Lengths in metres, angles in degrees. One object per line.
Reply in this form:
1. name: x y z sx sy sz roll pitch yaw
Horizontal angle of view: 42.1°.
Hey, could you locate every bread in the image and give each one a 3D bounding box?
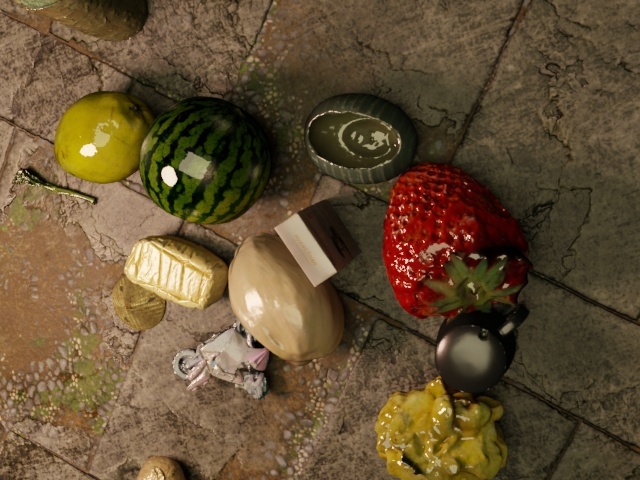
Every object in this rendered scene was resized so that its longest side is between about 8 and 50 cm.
1. bread: -0.331 0.069 1.941 0.236 0.106 0.140 22 106 12

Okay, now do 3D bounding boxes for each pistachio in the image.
1. pistachio: -0.085 0.125 1.840 0.226 0.208 0.332 -33 70 -24

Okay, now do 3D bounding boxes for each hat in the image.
1. hat: -0.455 0.155 2.012 0.146 0.067 0.146 3 100 15

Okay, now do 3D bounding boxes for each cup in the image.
1. cup: 0.339 0.213 1.742 0.223 0.176 0.169 -42 84 19

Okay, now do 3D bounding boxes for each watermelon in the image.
1. watermelon: -0.244 -0.168 1.787 0.285 0.285 0.285 3 100 15

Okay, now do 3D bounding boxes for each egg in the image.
1. egg: -0.391 0.594 2.046 0.140 0.116 0.118 52 125 34

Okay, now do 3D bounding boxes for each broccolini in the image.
1. broccolini: -0.652 -0.124 2.035 0.218 0.042 0.044 22 105 9

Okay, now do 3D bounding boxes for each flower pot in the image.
1. flower pot: 0.084 -0.214 1.749 0.243 0.157 0.189 14 104 12

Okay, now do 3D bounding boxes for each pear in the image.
1. pear: -0.488 -0.232 1.879 0.269 0.212 0.212 -28 91 35

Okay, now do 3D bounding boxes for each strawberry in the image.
1. strawberry: 0.267 0.012 1.705 0.291 0.310 0.292 -1 124 -2

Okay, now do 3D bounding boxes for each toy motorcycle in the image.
1. toy motorcycle: -0.206 0.301 1.945 0.239 0.108 0.204 -31 90 18

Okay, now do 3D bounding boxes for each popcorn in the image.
1. popcorn: 0.261 0.418 1.783 0.286 0.215 0.252 16 80 14

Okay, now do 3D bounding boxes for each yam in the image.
1. yam: -0.515 -0.534 1.799 0.168 0.304 0.168 0 90 18

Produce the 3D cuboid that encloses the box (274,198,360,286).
1. box: 0.000 0.000 1.768 0.067 0.233 0.149 -37 89 18
